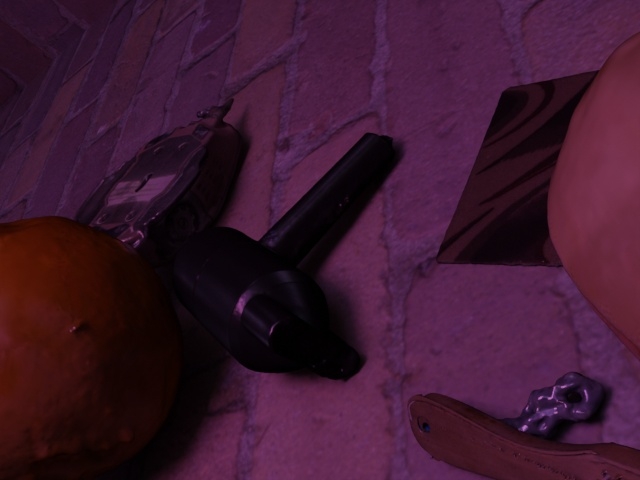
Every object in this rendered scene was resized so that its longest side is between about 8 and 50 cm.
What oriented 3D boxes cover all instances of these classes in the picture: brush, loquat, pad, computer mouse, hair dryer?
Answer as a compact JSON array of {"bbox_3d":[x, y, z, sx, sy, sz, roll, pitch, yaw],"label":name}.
[{"bbox_3d":[0.140,0.152,0.429,0.065,0.070,0.327,-23,12,-24],"label":"brush"},{"bbox_3d":[-0.316,0.126,0.811,0.328,0.328,0.329,-31,38,28],"label":"loquat"},{"bbox_3d":[0.257,-0.072,0.609,0.330,0.004,0.220,-1,57,49],"label":"pad"},{"bbox_3d":[-0.219,-0.074,1.086,0.199,0.115,0.389,2,45,32],"label":"computer mouse"},{"bbox_3d":[0.000,0.000,0.771,0.302,0.116,0.244,-49,35,-10],"label":"hair dryer"}]

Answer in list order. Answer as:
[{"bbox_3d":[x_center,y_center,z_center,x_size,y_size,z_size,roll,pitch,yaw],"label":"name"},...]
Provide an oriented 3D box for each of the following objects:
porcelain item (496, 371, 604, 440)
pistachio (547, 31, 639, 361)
[{"bbox_3d":[0.162,0.122,0.517,0.083,0.028,0.036,-35,53,20],"label":"porcelain item"},{"bbox_3d":[0.246,0.004,0.370,0.213,0.193,0.318,-26,42,10],"label":"pistachio"}]
